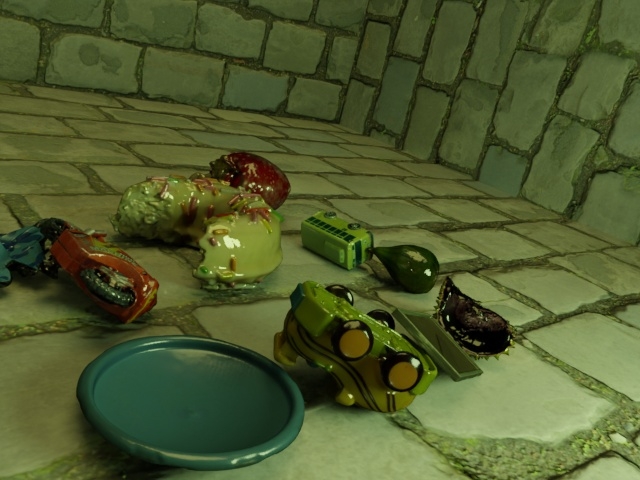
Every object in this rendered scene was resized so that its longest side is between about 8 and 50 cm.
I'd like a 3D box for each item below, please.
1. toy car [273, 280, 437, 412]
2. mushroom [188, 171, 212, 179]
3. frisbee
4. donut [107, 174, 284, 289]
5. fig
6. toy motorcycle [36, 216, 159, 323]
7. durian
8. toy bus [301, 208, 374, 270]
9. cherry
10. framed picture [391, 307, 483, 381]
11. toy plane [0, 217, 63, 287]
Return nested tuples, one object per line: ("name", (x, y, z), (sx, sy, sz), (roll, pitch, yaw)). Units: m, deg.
("toy car", (0.045, 0.172, 0.857), (0.248, 0.142, 0.200), (33, 7, -8))
("mushroom", (-0.277, -0.162, 1.655), (0.223, 0.092, 0.081), (5, -23, -34))
("frisbee", (-0.164, 0.210, 0.739), (0.290, 0.049, 0.289), (13, 16, -4))
("donut", (-0.235, -0.033, 1.215), (0.371, 0.150, 0.307), (27, 22, 33))
("fig", (0.196, 0.050, 1.332), (0.177, 0.117, 0.117), (33, 21, 5))
("toy motorcycle", (-0.362, 0.050, 0.937), (0.171, 0.089, 0.298), (32, -1, -44))
("durian", (0.293, 0.180, 1.129), (0.187, 0.119, 0.108), (38, -10, 26))
("toy bus", (0.040, -0.001, 1.403), (0.175, 0.088, 0.101), (27, 42, 37))
("cherry", (-0.180, -0.148, 1.537), (0.250, 0.175, 0.192), (0, 9, -42))
("framed picture", (0.208, 0.179, 0.981), (0.150, 0.015, 0.203), (47, 12, 25))
("toy plane", (-0.529, 0.009, 1.002), (0.169, 0.078, 0.246), (15, 14, 2))
